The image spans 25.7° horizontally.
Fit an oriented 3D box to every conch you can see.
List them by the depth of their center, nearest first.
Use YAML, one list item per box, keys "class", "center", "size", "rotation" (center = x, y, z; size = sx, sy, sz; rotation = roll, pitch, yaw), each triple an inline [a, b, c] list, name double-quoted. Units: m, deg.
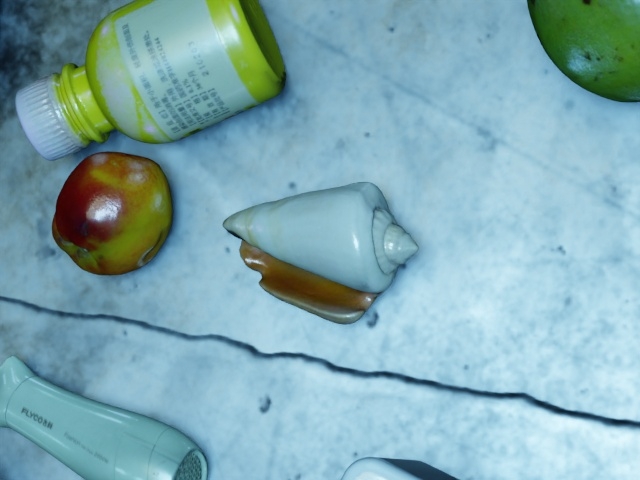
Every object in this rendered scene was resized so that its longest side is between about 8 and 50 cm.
- class: "conch"
  center: [-0.003, 0.008, 1.128]
  size: [0.176, 0.104, 0.094]
  rotation: [-5, 40, 17]

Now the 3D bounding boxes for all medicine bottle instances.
- class: "medicine bottle"
  center: [-0.146, -0.137, 1.172]
  size: [0.212, 0.122, 0.122]
  rotation: [-23, 76, 10]

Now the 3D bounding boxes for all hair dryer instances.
- class: "hair dryer"
  center: [-0.218, 0.240, 1.167]
  size: [0.206, 0.075, 0.237]
  rotation: [20, 94, 23]

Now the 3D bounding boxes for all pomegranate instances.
- class: "pomegranate"
  center: [0.270, -0.193, 1.058]
  size: [0.247, 0.202, 0.202]
  rotation: [26, 87, -14]

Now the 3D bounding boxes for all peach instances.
- class: "peach"
  center: [-0.171, -0.024, 1.176]
  size: [0.100, 0.101, 0.101]
  rotation: [-2, 80, 14]

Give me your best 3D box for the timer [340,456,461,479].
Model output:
- class: "timer"
  center: [0.088, 0.278, 1.004]
  size: [0.194, 0.195, 0.192]
  rotation: [24, 87, 17]
